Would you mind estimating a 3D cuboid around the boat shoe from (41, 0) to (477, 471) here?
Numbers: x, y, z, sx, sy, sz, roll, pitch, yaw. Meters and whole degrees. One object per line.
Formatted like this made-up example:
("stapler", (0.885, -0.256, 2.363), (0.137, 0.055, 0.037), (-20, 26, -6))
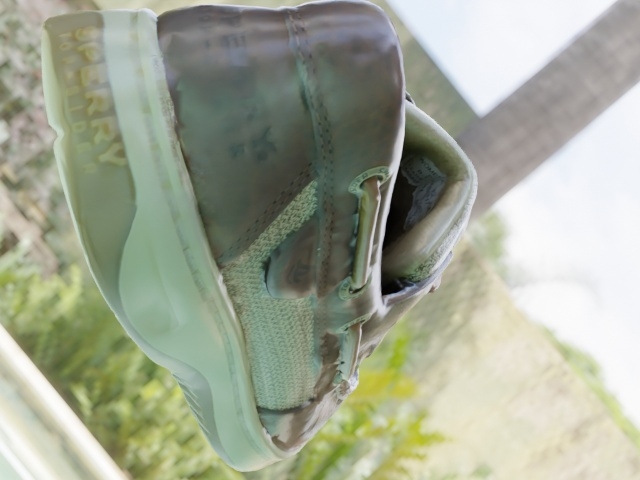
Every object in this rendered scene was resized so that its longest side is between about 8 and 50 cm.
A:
("boat shoe", (0.000, 0.000, 0.591), (0.342, 0.123, 0.123), (69, 5, -70))
